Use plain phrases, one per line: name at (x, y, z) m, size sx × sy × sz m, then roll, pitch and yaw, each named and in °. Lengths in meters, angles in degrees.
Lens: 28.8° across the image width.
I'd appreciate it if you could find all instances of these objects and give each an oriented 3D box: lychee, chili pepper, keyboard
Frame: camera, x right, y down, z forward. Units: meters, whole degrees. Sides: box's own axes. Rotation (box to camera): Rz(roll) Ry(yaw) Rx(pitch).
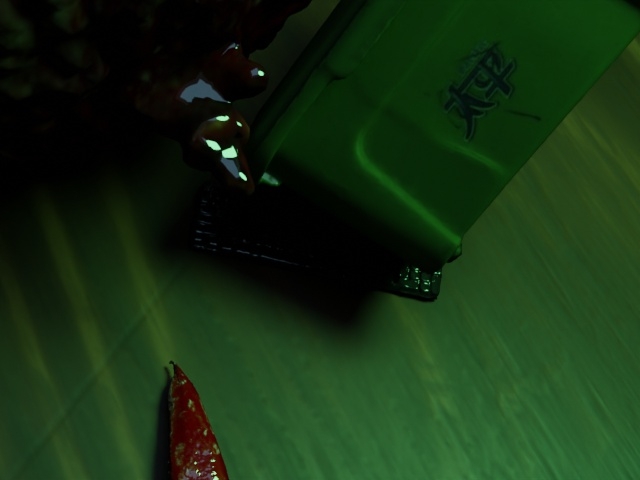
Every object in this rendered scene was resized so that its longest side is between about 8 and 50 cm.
lychee at (-0.171, -0.240, 0.795) m, size 0.425 × 0.424 × 0.500 m, roll -25°, pitch 86°, yaw -32°
chili pepper at (-0.077, 0.148, 0.793) m, size 0.045 × 0.027 × 0.178 m, roll 0°, pitch 51°, yaw -17°
keyboard at (0.000, 0.000, 0.942) m, size 0.195 × 0.018 × 0.060 m, roll 12°, pitch 53°, yaw -8°

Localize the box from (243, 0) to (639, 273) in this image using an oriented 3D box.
box at (0.111, -0.146, 0.882) m, size 0.178 × 0.328 × 0.253 m, roll 39°, pitch 25°, yaw -4°
